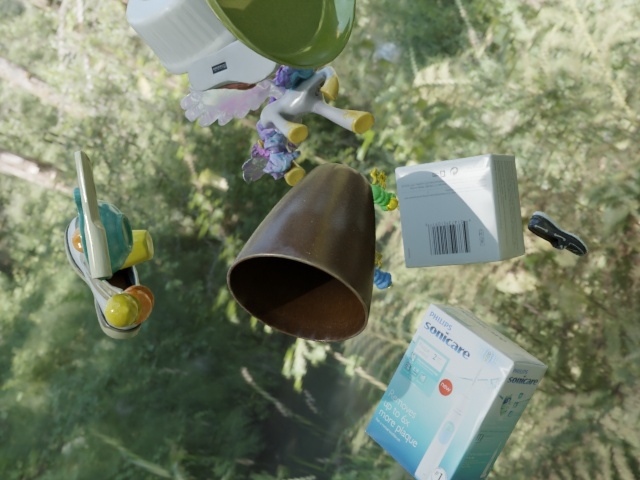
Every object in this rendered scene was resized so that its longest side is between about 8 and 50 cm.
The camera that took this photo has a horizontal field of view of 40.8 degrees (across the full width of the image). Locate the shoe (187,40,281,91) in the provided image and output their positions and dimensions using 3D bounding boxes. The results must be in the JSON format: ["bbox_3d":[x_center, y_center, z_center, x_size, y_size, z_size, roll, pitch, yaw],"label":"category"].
[{"bbox_3d":[-0.105,-0.254,1.247,0.178,0.081,0.063,-5,98,41],"label":"shoe"}]

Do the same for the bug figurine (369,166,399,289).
[{"bbox_3d":[0.136,-0.020,1.834,0.279,0.216,0.072,-58,36,9],"label":"bug figurine"}]

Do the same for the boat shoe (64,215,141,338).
[{"bbox_3d":[-0.414,0.046,1.690,0.302,0.113,0.103,55,135,31],"label":"boat shoe"}]

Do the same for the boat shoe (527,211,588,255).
[{"bbox_3d":[0.437,-0.004,1.590,0.038,0.125,0.046,-58,11,-20],"label":"boat shoe"}]

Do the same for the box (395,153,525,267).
[{"bbox_3d":[0.241,-0.050,1.487,0.181,0.119,0.181,-6,91,33],"label":"box"}]

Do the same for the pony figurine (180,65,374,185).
[{"bbox_3d":[-0.085,-0.277,1.903,0.351,0.303,0.363,-38,38,7],"label":"pony figurine"}]

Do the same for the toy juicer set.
[{"bbox_3d":[-0.342,0.029,1.344,0.329,0.089,0.209,75,-174,-67],"label":"toy juicer set"}]

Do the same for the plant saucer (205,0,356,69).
[{"bbox_3d":[-0.054,-0.282,0.855,0.037,0.241,0.241,-14,50,40],"label":"plant saucer"}]

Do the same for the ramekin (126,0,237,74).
[{"bbox_3d":[-0.247,-0.471,1.675,0.277,0.135,0.277,-26,42,26],"label":"ramekin"}]

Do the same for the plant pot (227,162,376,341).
[{"bbox_3d":[0.000,0.000,1.313,0.215,0.215,0.230,-45,19,53],"label":"plant pot"}]

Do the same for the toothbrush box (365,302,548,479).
[{"bbox_3d":[0.250,0.299,1.617,0.216,0.126,0.295,38,106,42],"label":"toothbrush box"}]
